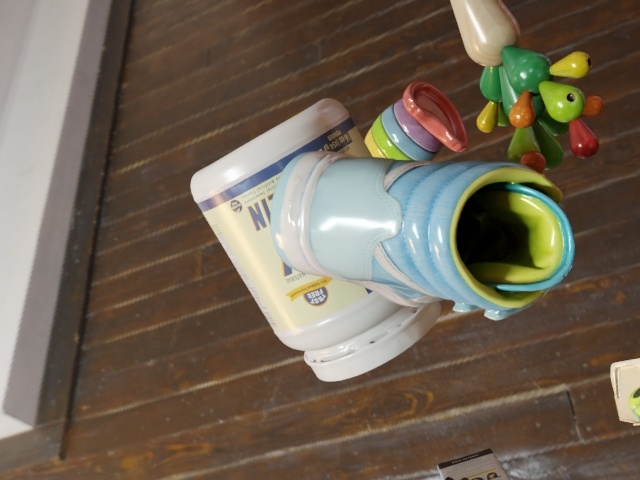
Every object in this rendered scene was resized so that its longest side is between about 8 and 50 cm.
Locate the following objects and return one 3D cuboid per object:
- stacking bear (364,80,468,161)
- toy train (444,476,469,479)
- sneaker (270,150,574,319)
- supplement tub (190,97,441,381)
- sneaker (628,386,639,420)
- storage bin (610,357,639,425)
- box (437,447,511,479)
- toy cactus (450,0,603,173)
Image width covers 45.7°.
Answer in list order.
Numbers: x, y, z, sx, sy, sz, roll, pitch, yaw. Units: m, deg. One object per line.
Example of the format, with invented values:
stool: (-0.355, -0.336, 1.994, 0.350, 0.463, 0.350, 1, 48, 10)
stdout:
stacking bear: (0.163, -0.200, 1.677, 0.289, 0.175, 0.164, -42, 20, 33)
toy train: (0.160, 0.243, 0.681, 0.027, 0.158, 0.036, -17, 54, 48)
sneaker: (0.131, 0.007, 0.634, 0.208, 0.319, 0.127, 8, 91, 38)
supplement tub: (0.000, 0.000, 1.026, 0.235, 0.324, 0.235, -30, 9, 5)
sneaker: (0.630, 0.280, 1.180, 0.296, 0.123, 0.109, 3, 25, -2)
storage bin: (0.732, 0.263, 1.421, 0.260, 0.262, 0.123, -28, 67, 54)
box: (0.253, 0.405, 1.198, 0.101, 0.244, 0.060, -18, 90, 3)
toy cactus: (0.179, -0.148, 0.670, 0.112, 0.180, 0.219, -28, 9, 14)
